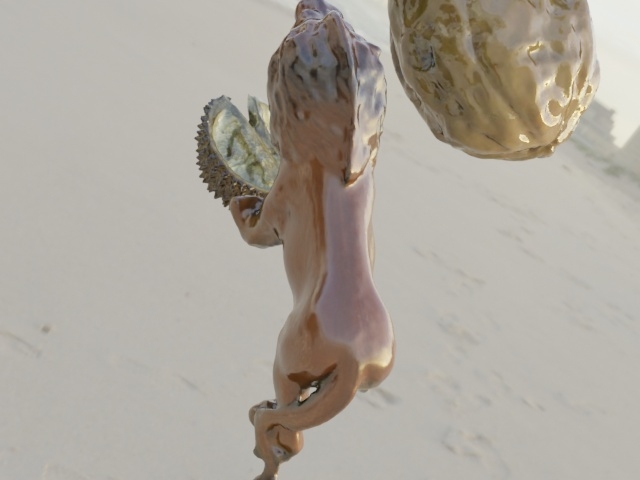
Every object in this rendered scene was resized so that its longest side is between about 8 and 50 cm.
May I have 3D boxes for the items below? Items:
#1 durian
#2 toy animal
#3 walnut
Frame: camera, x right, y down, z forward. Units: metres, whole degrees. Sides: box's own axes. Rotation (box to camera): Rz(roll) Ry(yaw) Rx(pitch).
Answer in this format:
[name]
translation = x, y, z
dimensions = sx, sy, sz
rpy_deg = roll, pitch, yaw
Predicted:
[durian]
translation = -0.056, -0.057, 0.767
dimensions = 0.140, 0.071, 0.110
rpy_deg = 48, 44, 12
[toy animal]
translation = 0.000, 0.000, 0.556
dimensions = 0.097, 0.312, 0.157
rpy_deg = -1, -15, -12
[walnut]
translation = 0.163, -0.191, 0.849
dimensions = 0.198, 0.198, 0.245
rpy_deg = -3, 71, -69
